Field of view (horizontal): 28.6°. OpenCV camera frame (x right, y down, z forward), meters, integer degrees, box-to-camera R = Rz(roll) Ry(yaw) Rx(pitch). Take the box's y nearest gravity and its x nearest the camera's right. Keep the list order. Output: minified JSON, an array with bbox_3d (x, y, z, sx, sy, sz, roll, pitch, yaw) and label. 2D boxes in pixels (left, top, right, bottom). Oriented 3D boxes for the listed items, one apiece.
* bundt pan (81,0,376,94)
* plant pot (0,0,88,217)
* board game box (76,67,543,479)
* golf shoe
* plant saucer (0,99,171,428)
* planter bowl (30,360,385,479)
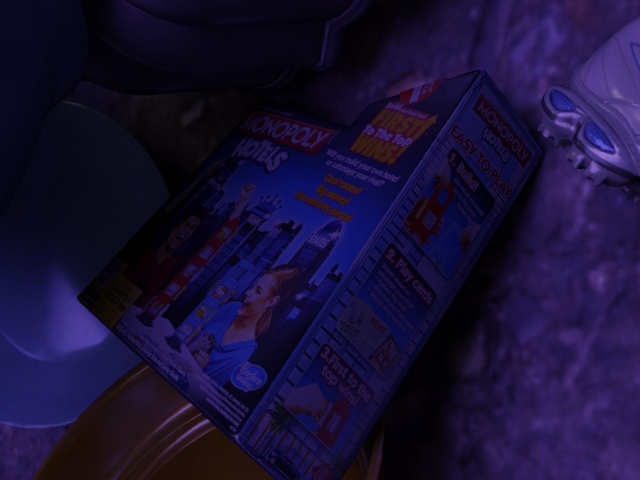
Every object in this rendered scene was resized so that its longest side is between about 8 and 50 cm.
[{"bbox_3d":[-0.107,-0.220,0.609,0.331,0.124,0.331,33,132,45],"label":"bundt pan"},{"bbox_3d":[-0.229,-0.095,0.547,0.293,0.196,0.293,39,150,28],"label":"plant pot"},{"bbox_3d":[0.000,0.000,0.590,0.194,0.060,0.194,-47,32,-9],"label":"board game box"},{"bbox_3d":[0.164,-0.027,0.485,0.086,0.069,0.176,-51,57,17],"label":"golf shoe"},{"bbox_3d":[-0.162,0.014,0.753,0.195,0.037,0.195,-2,85,21],"label":"plant saucer"},{"bbox_3d":[-0.044,0.145,0.600,0.217,0.090,0.217,-25,36,19],"label":"planter bowl"}]
